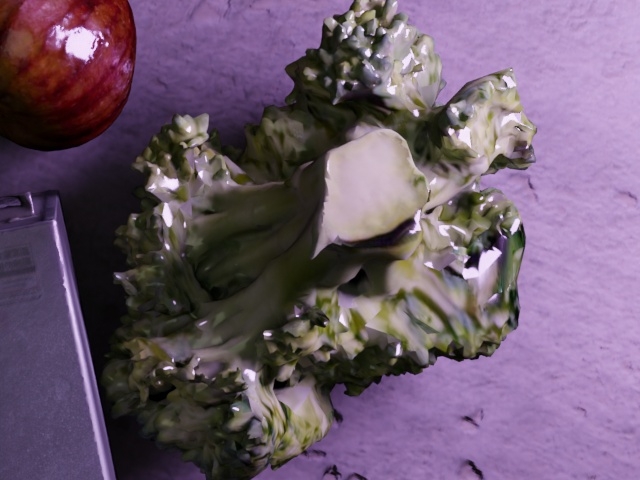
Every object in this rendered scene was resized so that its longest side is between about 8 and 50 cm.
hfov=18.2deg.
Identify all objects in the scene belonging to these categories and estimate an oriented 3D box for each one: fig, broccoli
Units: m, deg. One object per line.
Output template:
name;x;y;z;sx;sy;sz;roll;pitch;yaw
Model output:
fig;-0.203;-0.149;1.569;0.202;0.148;0.149;-15;127;-36
broccoli;0.004;-0.005;1.520;0.338;0.317;0.277;-17;73;-44

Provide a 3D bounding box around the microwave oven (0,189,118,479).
microwave oven;-0.375;0.151;1.460;0.432;0.236;0.374;-11;99;-6
